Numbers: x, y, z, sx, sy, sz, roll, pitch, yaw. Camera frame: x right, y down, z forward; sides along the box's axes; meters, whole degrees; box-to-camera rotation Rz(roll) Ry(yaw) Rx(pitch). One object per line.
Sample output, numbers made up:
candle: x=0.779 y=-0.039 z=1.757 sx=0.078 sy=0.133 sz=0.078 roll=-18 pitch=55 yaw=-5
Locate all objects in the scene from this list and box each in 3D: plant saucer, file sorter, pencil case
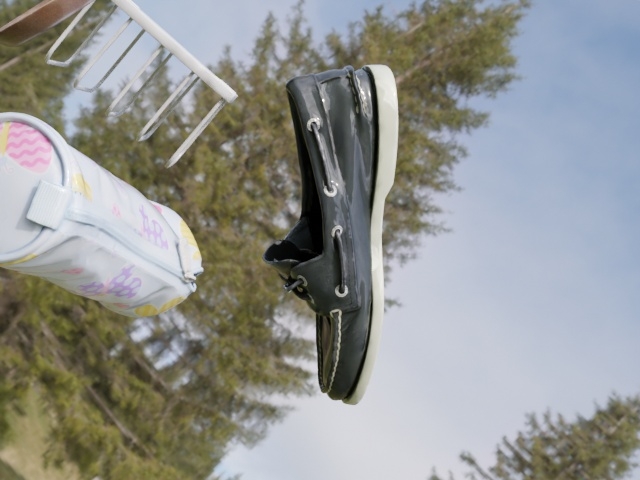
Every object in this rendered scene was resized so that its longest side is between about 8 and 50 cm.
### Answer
plant saucer: x=-0.334 y=-0.288 z=1.031 sx=0.168 sy=0.168 sz=0.029 roll=14 pitch=-38 yaw=58
file sorter: x=-0.304 y=-0.280 z=1.417 sx=0.278 sy=0.173 sz=0.193 roll=41 pitch=4 yaw=-10
pencil case: x=-0.196 y=-0.007 z=0.688 sx=0.124 sy=0.113 sz=0.273 roll=34 pitch=-4 yaw=19

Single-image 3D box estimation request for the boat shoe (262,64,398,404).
boat shoe: x=0.001 y=0.001 z=0.801 sx=0.127 sy=0.113 sz=0.340 roll=-123 pitch=-145 yaw=-66
